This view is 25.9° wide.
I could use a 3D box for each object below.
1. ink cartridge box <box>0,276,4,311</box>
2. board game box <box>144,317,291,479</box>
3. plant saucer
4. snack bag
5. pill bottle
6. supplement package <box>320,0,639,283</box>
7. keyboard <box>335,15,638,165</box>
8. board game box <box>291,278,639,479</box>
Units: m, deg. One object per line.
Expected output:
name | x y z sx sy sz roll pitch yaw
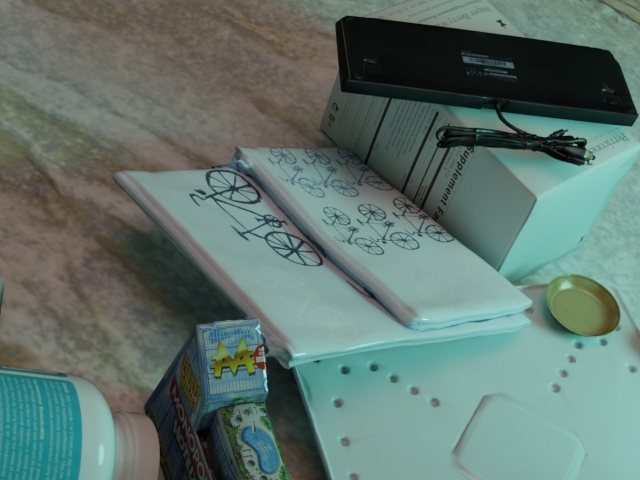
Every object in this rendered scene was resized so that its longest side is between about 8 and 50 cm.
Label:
ink cartridge box | -0.443 0.107 1.220 0.275 0.060 0.239 13 46 -7
board game box | -0.086 0.166 1.195 0.060 0.194 0.194 -6 52 -23
plant saucer | 0.272 0.071 1.451 0.083 0.015 0.083 10 47 -11
snack bag | 0.000 0.000 1.378 0.343 0.037 0.323 -5 38 -42
pill bottle | -0.270 0.175 1.138 0.264 0.146 0.146 11 46 -30
supplement package | 0.171 -0.117 1.541 0.177 0.175 0.293 -26 62 -34
keyboard | 0.175 -0.149 1.431 0.317 0.033 0.201 5 44 -10
board game box | 0.185 0.217 1.341 0.390 0.050 0.390 -4 52 -21
